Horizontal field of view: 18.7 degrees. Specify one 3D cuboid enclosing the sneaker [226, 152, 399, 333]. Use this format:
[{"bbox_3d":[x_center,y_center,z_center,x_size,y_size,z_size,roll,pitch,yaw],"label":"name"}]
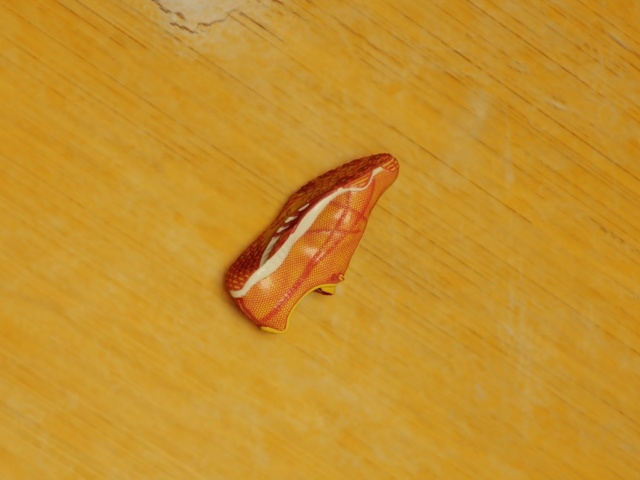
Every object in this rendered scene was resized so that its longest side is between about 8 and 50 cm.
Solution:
[{"bbox_3d":[0.000,0.000,1.448,0.175,0.064,0.067,-46,114,-23],"label":"sneaker"}]
